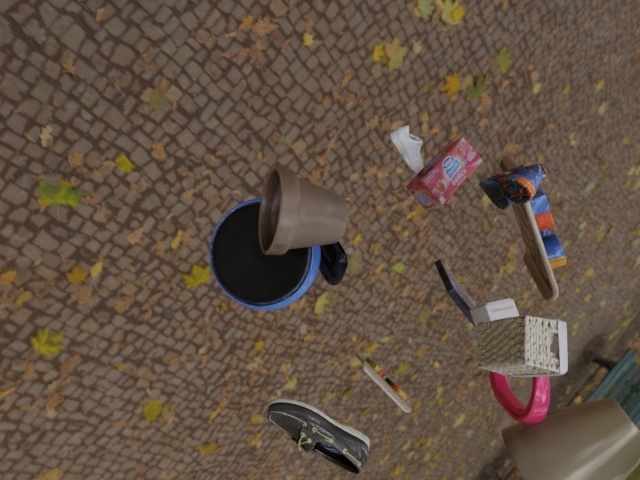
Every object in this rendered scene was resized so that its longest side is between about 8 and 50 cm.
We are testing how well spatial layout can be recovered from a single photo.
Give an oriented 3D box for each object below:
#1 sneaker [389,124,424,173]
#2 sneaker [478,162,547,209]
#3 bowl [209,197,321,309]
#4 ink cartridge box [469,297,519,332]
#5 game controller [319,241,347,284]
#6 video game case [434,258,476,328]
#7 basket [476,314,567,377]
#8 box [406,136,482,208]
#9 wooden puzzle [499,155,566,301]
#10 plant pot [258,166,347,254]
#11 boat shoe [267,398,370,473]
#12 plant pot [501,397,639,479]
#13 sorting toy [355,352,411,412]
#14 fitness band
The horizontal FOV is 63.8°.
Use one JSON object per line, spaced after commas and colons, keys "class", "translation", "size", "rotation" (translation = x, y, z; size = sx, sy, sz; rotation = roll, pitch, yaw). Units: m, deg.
{"class": "sneaker", "translation": [0.357, -0.346, 1.963], "size": [0.094, 0.080, 0.212], "rotation": [-29, 122, 25]}
{"class": "sneaker", "translation": [0.439, -0.126, 1.170], "size": [0.087, 0.221, 0.083], "rotation": [-39, 99, -5]}
{"class": "bowl", "translation": [-0.196, 0.045, 1.760], "size": [0.391, 0.391, 0.077], "rotation": [-55, 172, 4]}
{"class": "ink cartridge box", "translation": [0.663, 0.334, 1.886], "size": [0.158, 0.218, 0.092], "rotation": [-5, 162, -31]}
{"class": "game controller", "translation": [0.000, 0.000, 1.807], "size": [0.067, 0.319, 0.167], "rotation": [-9, 145, -35]}
{"class": "video game case", "translation": [0.580, 0.234, 2.120], "size": [0.035, 0.248, 0.275], "rotation": [-36, 111, 15]}
{"class": "basket", "translation": [0.419, 0.223, 1.088], "size": [0.103, 0.167, 0.114], "rotation": [16, 69, -19]}
{"class": "box", "translation": [0.459, -0.249, 1.914], "size": [0.257, 0.128, 0.123], "rotation": [-45, 100, -16]}
{"class": "wooden puzzle", "translation": [0.602, -0.050, 1.449], "size": [0.080, 0.322, 0.348], "rotation": [-16, 108, 14]}
{"class": "plant pot", "translation": [-0.048, -0.076, 1.561], "size": [0.229, 0.263, 0.263], "rotation": [8, 115, -19]}
{"class": "boat shoe", "translation": [-0.008, 0.391, 1.030], "size": [0.069, 0.227, 0.081], "rotation": [-69, -175, -49]}
{"class": "plant pot", "translation": [0.636, 0.512, 1.251], "size": [0.274, 0.257, 0.256], "rotation": [-38, 140, 15]}
{"class": "sorting toy", "translation": [0.190, 0.418, 1.555], "size": [0.038, 0.193, 0.208], "rotation": [-44, 178, -3]}
{"class": "fitness band", "translation": [0.493, 0.324, 1.278], "size": [0.054, 0.291, 0.209], "rotation": [6, 98, -1]}
